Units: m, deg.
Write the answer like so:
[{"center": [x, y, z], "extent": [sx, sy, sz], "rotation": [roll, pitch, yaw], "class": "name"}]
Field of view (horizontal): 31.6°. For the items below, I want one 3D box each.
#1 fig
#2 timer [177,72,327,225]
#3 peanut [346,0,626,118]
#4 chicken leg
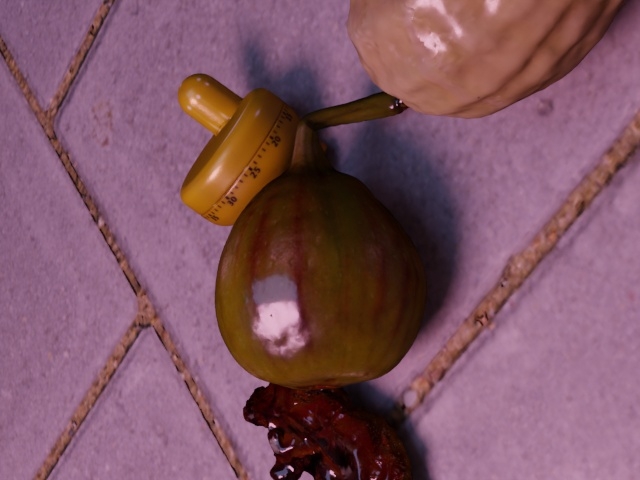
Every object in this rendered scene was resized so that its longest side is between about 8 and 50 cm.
[{"center": [-0.003, 0.006, 0.739], "extent": [0.148, 0.142, 0.186], "rotation": [-14, 92, 18], "class": "fig"}, {"center": [-0.066, -0.068, 0.830], "extent": [0.107, 0.109, 0.107], "rotation": [-50, 14, 17], "class": "timer"}, {"center": [0.136, -0.211, 0.598], "extent": [0.340, 0.158, 0.174], "rotation": [-48, 13, 30], "class": "peanut"}, {"center": [0.019, 0.154, 0.779], "extent": [0.219, 0.048, 0.089], "rotation": [30, 113, 42], "class": "chicken leg"}]
